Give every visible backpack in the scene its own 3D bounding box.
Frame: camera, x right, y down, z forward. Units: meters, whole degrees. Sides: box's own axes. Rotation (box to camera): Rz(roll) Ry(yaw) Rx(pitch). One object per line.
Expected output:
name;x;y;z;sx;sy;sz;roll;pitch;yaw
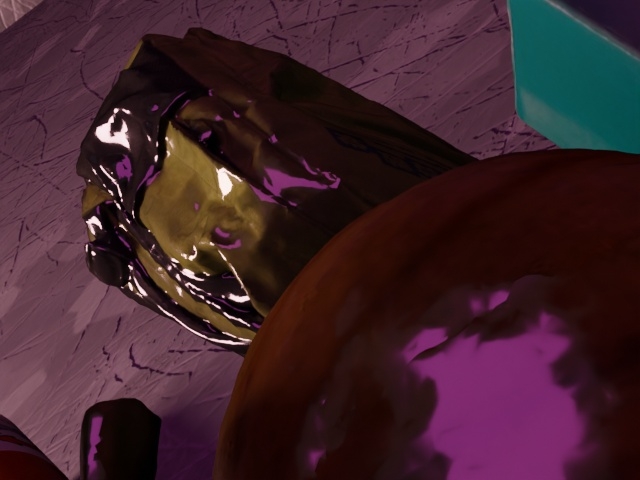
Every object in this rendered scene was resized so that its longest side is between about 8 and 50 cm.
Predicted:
backpack;0.000;0.000;0.861;0.140;0.207;0.253;-63;27;7

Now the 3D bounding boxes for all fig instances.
fig;0.065;0.095;0.477;0.214;0.235;0.235;-30;8;-40

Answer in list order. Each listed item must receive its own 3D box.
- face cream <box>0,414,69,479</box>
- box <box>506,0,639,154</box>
face cream;-0.182;0.158;1.027;0.096;0.096;0.214;-46;20;-11
box;0.190;-0.043;0.518;0.153;0.245;0.092;-48;-22;-14
